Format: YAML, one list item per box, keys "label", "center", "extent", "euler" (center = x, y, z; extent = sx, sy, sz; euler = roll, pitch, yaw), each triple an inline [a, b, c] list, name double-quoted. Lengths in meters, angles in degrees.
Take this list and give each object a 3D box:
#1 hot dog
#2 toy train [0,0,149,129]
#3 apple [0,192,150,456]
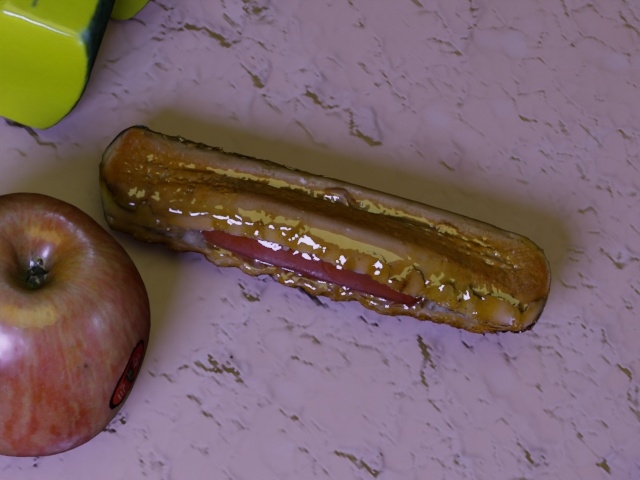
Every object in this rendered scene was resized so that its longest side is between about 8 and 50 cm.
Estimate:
- label: "hot dog"
  center: [0.000, -0.001, 1.043]
  extent: [0.289, 0.068, 0.083]
  euler: [16, 40, 1]
- label: "toy train"
  center: [-0.203, -0.275, 1.074]
  extent: [0.272, 0.179, 0.442]
  euler: [20, 63, -11]
- label: "apple"
  center: [-0.169, 0.044, 0.950]
  extent: [0.146, 0.131, 0.146]
  euler: [5, 59, -9]
